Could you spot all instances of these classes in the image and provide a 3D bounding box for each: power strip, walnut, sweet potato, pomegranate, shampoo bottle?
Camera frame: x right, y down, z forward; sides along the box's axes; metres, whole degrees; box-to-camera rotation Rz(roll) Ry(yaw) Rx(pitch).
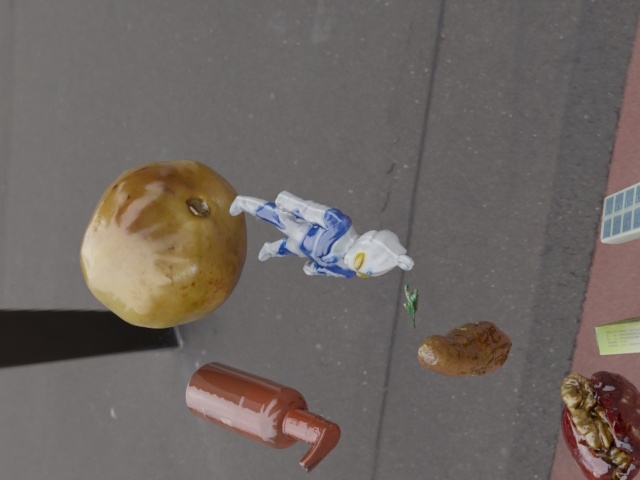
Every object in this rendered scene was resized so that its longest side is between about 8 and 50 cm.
[{"bbox_3d":[0.649,-0.064,1.390,0.367,0.043,0.106,84,-167,-83],"label":"power strip"},{"bbox_3d":[0.698,0.454,1.720,0.221,0.269,0.244,-36,108,21],"label":"walnut"},{"bbox_3d":[0.269,0.188,1.208,0.106,0.354,0.095,0,86,27],"label":"sweet potato"},{"bbox_3d":[-0.208,0.005,0.938,0.233,0.233,0.233,2,92,48],"label":"pomegranate"},{"bbox_3d":[-0.074,0.220,0.892,0.244,0.085,0.086,9,97,46],"label":"shampoo bottle"}]

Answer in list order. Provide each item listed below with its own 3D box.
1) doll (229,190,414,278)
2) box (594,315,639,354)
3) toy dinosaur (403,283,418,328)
[{"bbox_3d":[0.000,0.000,0.749,0.227,0.057,0.114,8,134,38],"label":"doll"},{"bbox_3d":[0.690,0.170,1.331,0.260,0.175,0.062,-16,81,50],"label":"box"},{"bbox_3d":[0.179,0.136,1.361,0.060,0.029,0.120,-87,-5,-53],"label":"toy dinosaur"}]
